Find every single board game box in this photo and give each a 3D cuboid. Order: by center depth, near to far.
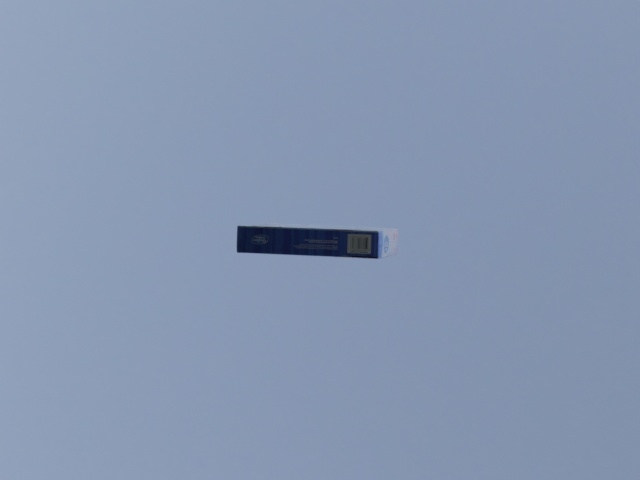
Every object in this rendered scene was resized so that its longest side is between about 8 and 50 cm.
[{"bbox_3d":[0.000,0.000,0.912,0.090,0.090,0.020,3,-87,11],"label":"board game box"}]
